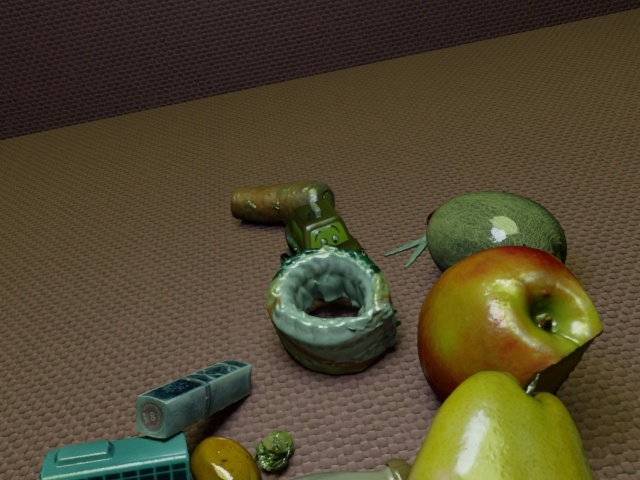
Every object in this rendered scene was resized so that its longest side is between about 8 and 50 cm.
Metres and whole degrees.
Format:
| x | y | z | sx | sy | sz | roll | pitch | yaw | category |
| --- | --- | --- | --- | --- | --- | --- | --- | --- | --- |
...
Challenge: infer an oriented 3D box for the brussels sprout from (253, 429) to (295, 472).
| x | y | z | sx | sy | sz | roll | pitch | yaw | category |
| --- | --- | --- | --- | --- | --- | --- | --- | --- | --- |
| -0.086 | 0.393 | 1.220 | 0.085 | 0.058 | 0.085 | -7 | 51 | 9 | brussels sprout |

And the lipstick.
| x | y | z | sx | sy | sz | roll | pitch | yaw | category |
| --- | --- | --- | --- | --- | --- | --- | --- | --- | --- |
| -0.235 | 0.300 | 1.267 | 0.078 | 0.076 | 0.290 | 5 | 5 | 25 | lipstick |

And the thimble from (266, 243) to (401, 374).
| x | y | z | sx | sy | sz | roll | pitch | yaw | category |
| --- | --- | --- | --- | --- | --- | --- | --- | --- | --- |
| 0.030 | 0.148 | 1.420 | 0.288 | 0.167 | 0.254 | 19 | 55 | 26 | thimble |

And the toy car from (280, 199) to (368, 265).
| x | y | z | sx | sy | sz | roll | pitch | yaw | category |
| --- | --- | --- | --- | --- | --- | --- | --- | --- | --- |
| 0.000 | 0.000 | 1.639 | 0.204 | 0.198 | 0.248 | -19 | 37 | -13 | toy car |

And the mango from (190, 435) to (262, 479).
| x | y | z | sx | sy | sz | roll | pitch | yaw | category |
| --- | --- | --- | --- | --- | --- | --- | --- | --- | --- |
| -0.162 | 0.417 | 1.167 | 0.165 | 0.089 | 0.115 | 26 | 18 | 29 | mango |

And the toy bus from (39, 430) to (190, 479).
| x | y | z | sx | sy | sz | roll | pitch | yaw | category |
| --- | --- | --- | --- | --- | --- | --- | --- | --- | --- |
| -0.352 | 0.418 | 1.119 | 0.256 | 0.146 | 0.128 | -4 | 8 | -16 | toy bus |

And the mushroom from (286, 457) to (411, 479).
| x | y | z | sx | sy | sz | roll | pitch | yaw | category |
| --- | --- | --- | --- | --- | --- | --- | --- | --- | --- |
| -0.003 | 0.444 | 1.062 | 0.351 | 0.128 | 0.128 | -11 | 34 | -6 | mushroom |

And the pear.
| x | y | z | sx | sy | sz | roll | pitch | yaw | category |
| --- | --- | --- | --- | --- | --- | --- | --- | --- | --- |
| 0.255 | 0.365 | 0.924 | 0.285 | 0.336 | 0.285 | -4 | 5 | 0 | pear |

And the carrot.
| x | y | z | sx | sy | sz | roll | pitch | yaw | category |
| --- | --- | --- | --- | --- | --- | --- | --- | --- | --- |
| -0.106 | -0.109 | 1.892 | 0.302 | 0.138 | 0.138 | 5 | 37 | 24 | carrot |

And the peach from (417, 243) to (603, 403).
| x | y | z | sx | sy | sz | roll | pitch | yaw | category |
| --- | --- | --- | --- | --- | --- | --- | --- | --- | --- |
| 0.302 | 0.181 | 1.202 | 0.243 | 0.380 | 0.306 | -20 | 61 | -14 | peach |

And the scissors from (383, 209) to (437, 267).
| x | y | z | sx | sy | sz | roll | pitch | yaw | category |
| --- | --- | --- | --- | --- | --- | --- | --- | --- | --- |
| 0.283 | -0.005 | 1.729 | 0.248 | 0.017 | 0.144 | -32 | 39 | -26 | scissors |

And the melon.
| x | y | z | sx | sy | sz | roll | pitch | yaw | category |
| --- | --- | --- | --- | --- | --- | --- | --- | --- | --- |
| 0.390 | 0.010 | 1.468 | 0.249 | 0.248 | 0.329 | -32 | 34 | -28 | melon |
